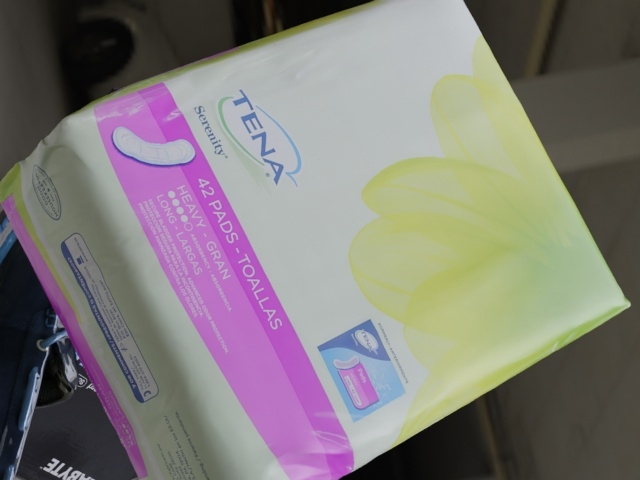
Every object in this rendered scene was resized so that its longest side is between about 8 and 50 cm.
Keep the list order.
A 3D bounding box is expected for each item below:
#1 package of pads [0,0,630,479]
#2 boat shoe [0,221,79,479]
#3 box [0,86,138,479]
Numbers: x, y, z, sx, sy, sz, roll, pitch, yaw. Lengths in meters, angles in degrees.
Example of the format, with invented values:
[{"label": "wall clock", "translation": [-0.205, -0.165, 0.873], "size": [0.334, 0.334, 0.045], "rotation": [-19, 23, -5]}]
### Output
[{"label": "package of pads", "translation": [0.000, 0.000, 0.783], "size": [0.101, 0.296, 0.229], "rotation": [-33, -97, 55]}, {"label": "boat shoe", "translation": [-0.191, 0.079, 0.883], "size": [0.109, 0.089, 0.258], "rotation": [-39, -153, 57]}, {"label": "box", "translation": [-0.176, 0.066, 1.186], "size": [0.073, 0.293, 0.295], "rotation": [38, -5, 36]}]
